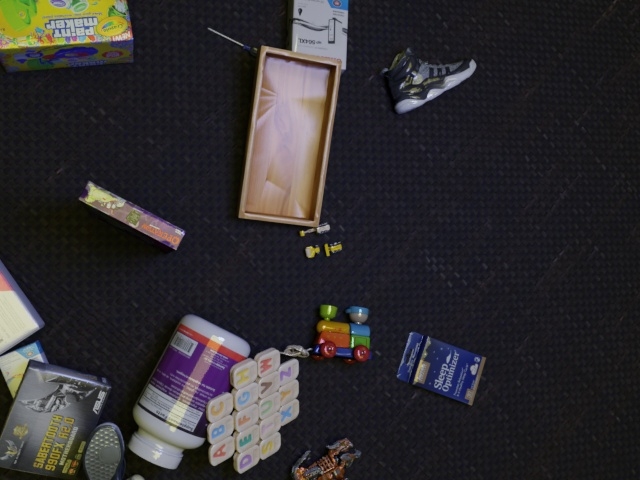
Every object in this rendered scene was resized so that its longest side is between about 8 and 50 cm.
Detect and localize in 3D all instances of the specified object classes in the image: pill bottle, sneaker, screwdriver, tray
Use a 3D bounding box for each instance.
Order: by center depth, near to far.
[{"bbox_3d":[-0.470,0.461,1.448,0.086,0.163,0.226,3,112,-13],"label":"sneaker"},{"bbox_3d":[-0.306,0.344,1.505,0.181,0.181,0.323,29,79,-13],"label":"pill bottle"},{"bbox_3d":[-0.081,-0.251,1.626,0.202,0.076,0.411,6,96,-16],"label":"tray"},{"bbox_3d":[-0.210,-0.500,1.672,0.169,0.024,0.025,21,52,-13],"label":"screwdriver"},{"bbox_3d":[0.290,-0.464,1.773,0.268,0.101,0.153,-31,98,-13],"label":"sneaker"}]

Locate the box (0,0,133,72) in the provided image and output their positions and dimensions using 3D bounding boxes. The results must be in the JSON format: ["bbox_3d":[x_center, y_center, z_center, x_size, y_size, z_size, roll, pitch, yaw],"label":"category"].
[{"bbox_3d":[-0.591,-0.548,1.483,0.289,0.177,0.279,-10,90,-17],"label":"box"}]

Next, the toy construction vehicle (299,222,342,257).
[{"bbox_3d":[0.000,0.000,1.698,0.098,0.035,0.086,-18,102,-14],"label":"toy construction vehicle"}]

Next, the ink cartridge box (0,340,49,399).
[{"bbox_3d":[-0.655,0.299,1.472,0.088,0.052,0.123,-23,95,-16],"label":"ink cartridge box"}]

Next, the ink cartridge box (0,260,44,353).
[{"bbox_3d":[-0.780,0.182,1.408,0.283,0.117,0.207,-34,96,-16],"label":"ink cartridge box"}]

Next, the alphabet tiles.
[{"bbox_3d":[-0.149,0.399,1.543,0.278,0.021,0.284,-18,116,-43],"label":"alphabet tiles"}]

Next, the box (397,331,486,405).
[{"bbox_3d":[0.326,0.344,1.768,0.225,0.036,0.137,21,81,-13],"label":"box"}]

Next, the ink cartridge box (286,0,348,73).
[{"bbox_3d":[-0.009,-0.534,1.699,0.148,0.086,0.203,2,86,-16],"label":"ink cartridge box"}]

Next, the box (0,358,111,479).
[{"bbox_3d":[-0.590,0.395,1.444,0.183,0.056,0.231,22,92,-25],"label":"box"}]

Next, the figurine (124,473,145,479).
[{"bbox_3d":[-0.436,0.684,1.502,0.215,0.092,0.209,-41,106,-16],"label":"figurine"}]

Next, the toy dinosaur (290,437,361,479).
[{"bbox_3d":[-0.005,0.650,1.617,0.218,0.164,0.322,41,95,5],"label":"toy dinosaur"}]

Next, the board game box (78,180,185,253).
[{"bbox_3d":[-0.403,-0.040,1.415,0.208,0.347,0.056,24,81,-13],"label":"board game box"}]

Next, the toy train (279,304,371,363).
[{"bbox_3d":[0.008,0.226,1.653,0.248,0.105,0.144,10,73,-15],"label":"toy train"}]
